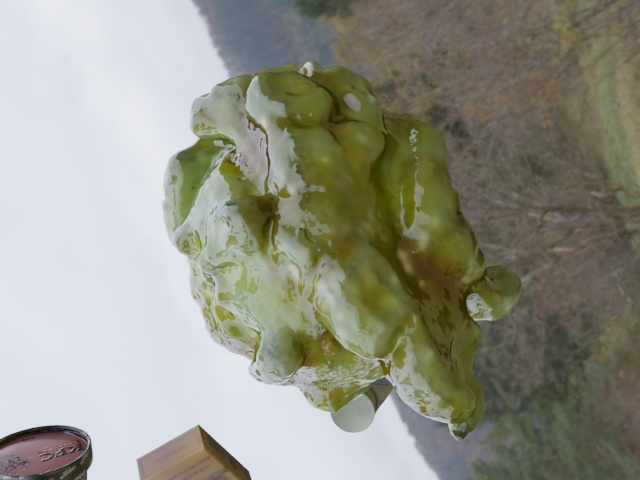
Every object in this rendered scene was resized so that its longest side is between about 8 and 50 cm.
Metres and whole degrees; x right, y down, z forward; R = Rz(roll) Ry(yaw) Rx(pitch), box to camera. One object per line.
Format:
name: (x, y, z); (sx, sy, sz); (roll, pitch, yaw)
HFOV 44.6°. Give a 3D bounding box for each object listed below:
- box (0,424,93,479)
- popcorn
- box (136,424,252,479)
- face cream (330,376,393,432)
box: (-0.406, 0.362, 1.135); (0.151, 0.151, 0.135); (-87, -3, -75)
popcorn: (0.003, 0.009, 0.703); (0.274, 0.279, 0.336); (-24, -81, -50)
box: (-0.296, 0.573, 1.884); (0.274, 0.174, 0.076); (58, -176, -44)
face cream: (0.066, 0.245, 1.300); (0.224, 0.114, 0.070); (-51, -21, -78)
